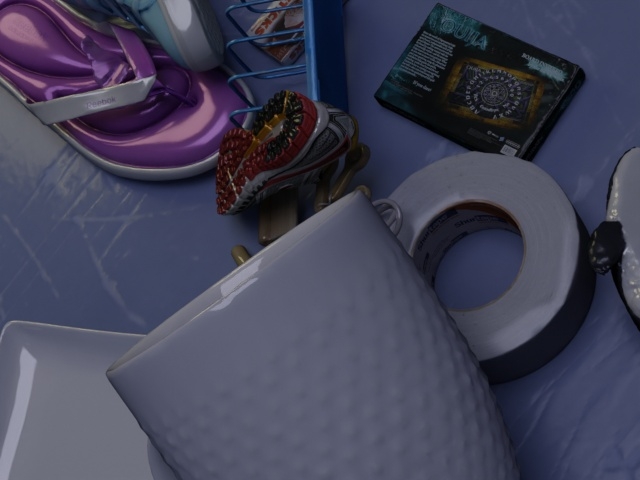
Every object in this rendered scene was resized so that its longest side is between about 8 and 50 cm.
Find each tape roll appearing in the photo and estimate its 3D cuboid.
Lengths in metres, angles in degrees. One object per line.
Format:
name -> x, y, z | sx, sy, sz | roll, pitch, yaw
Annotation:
tape roll -> 0.152, 0.026, 1.526 | 0.219, 0.072, 0.219 | -9, 66, 20

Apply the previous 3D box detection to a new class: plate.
plate -> -0.238, 0.228, 1.621 | 0.278, 0.045, 0.277 | 4, 69, 24

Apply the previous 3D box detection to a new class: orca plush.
orca plush -> 0.333, 0.053, 1.431 | 0.151, 0.102, 0.287 | -25, 59, -13

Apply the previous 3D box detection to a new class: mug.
mug -> -0.013, 0.186, 1.408 | 0.374, 0.276, 0.328 | -33, 94, 40

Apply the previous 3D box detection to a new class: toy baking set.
toy baking set -> -0.005, 0.004, 1.571 | 0.197, 0.030, 0.256 | -48, 38, 18

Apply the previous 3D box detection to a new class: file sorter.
file sorter -> -0.037, -0.195, 1.659 | 0.105, 0.118, 0.170 | -8, 73, 16

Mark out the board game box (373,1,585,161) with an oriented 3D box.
board game box -> 0.163, -0.159, 1.628 | 0.186, 0.026, 0.126 | 31, 82, 31

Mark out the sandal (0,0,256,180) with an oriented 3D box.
sandal -> -0.261, -0.185, 1.775 | 0.416, 0.102, 0.169 | 24, 79, 29

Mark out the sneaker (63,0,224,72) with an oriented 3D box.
sneaker -> -0.230, -0.292, 1.771 | 0.150, 0.135, 0.366 | -35, 53, 3

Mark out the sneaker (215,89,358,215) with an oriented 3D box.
sneaker -> -0.040, -0.077, 1.606 | 0.225, 0.093, 0.088 | -28, 56, 56

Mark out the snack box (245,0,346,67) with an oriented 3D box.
snack box -> -0.003, -0.276, 1.751 | 0.064, 0.022, 0.178 | 39, 86, 31
